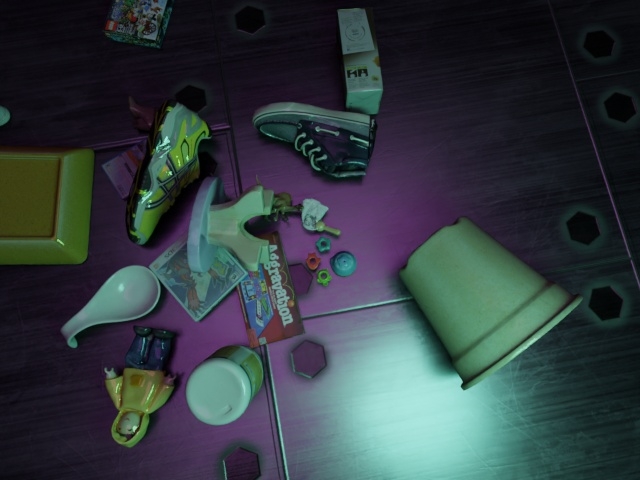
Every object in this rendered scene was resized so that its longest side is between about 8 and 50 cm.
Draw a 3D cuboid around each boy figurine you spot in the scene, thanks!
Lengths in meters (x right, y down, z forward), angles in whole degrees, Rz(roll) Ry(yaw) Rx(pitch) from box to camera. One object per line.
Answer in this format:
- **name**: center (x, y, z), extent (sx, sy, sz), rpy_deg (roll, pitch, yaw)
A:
- **boy figurine**: center (-0.450, 0.354, 1.146), extent (0.178, 0.092, 0.284), rpy_deg (12, 76, 0)

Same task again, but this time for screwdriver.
- **screwdriver**: center (-0.256, -0.120, 1.281), extent (0.024, 0.025, 0.169), rpy_deg (-35, 72, -6)

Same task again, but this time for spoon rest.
- **spoon rest**: center (-0.536, 0.172, 1.185), extent (0.276, 0.084, 0.137), rpy_deg (-36, 81, -6)

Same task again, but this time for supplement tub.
- **supplement tub**: center (-0.214, 0.325, 1.085), extent (0.145, 0.200, 0.144), rpy_deg (0, 89, 5)

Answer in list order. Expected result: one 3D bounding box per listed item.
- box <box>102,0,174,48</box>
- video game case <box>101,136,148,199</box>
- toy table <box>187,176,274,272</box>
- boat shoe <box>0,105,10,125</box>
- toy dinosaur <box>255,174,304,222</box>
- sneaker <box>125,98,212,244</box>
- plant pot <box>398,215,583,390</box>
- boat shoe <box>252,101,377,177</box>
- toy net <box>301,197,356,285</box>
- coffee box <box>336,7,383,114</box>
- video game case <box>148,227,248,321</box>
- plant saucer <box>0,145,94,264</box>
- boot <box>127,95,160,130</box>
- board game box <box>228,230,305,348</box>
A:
- **box**: center (-0.526, -0.692, 1.378), extent (0.159, 0.044, 0.232), rpy_deg (10, 79, 2)
- **video game case**: center (-0.505, -0.204, 1.295), extent (0.166, 0.015, 0.119), rpy_deg (-33, 80, -6)
- **toy table**: center (-0.208, -0.040, 1.128), extent (0.161, 0.252, 0.274), rpy_deg (3, 60, 2)
- **boat shoe**: center (-0.959, -0.319, 1.292), extent (0.184, 0.063, 0.066), rpy_deg (-27, 80, -6)
- **toy dinosaur**: center (-0.125, -0.100, 1.264), extent (0.183, 0.053, 0.092), rpy_deg (31, 72, 24)
- **sneaker**: center (-0.397, -0.163, 1.222), extent (0.147, 0.145, 0.384), rpy_deg (19, 95, -34)
- **plant pot**: center (0.362, 0.124, 1.102), extent (0.334, 0.333, 0.305), rpy_deg (-37, 69, -7)
- **boat shoe**: center (-0.018, -0.263, 1.248), extent (0.341, 0.127, 0.157), rpy_deg (4, 71, 0)
- **toy net**: center (0.000, 0.000, 1.243), extent (0.122, 0.045, 0.232), rpy_deg (-27, 78, -3)
- **coffee box**: center (0.104, -0.489, 1.290), extent (0.098, 0.141, 0.246), rpy_deg (-6, 79, -1)
- **video game case**: center (-0.320, 0.077, 1.220), extent (0.183, 0.023, 0.201), rpy_deg (-44, 79, -2)
- **plant saucer**: center (-0.789, -0.106, 1.224), extent (0.333, 0.081, 0.332), rpy_deg (0, 79, -6)
- **boot**: center (-0.489, -0.361, 1.318), extent (0.087, 0.042, 0.118), rpy_deg (-14, 80, -9)
- **board game box**: center (-0.144, 0.125, 1.224), extent (0.145, 0.027, 0.281), rpy_deg (-15, 79, -4)
